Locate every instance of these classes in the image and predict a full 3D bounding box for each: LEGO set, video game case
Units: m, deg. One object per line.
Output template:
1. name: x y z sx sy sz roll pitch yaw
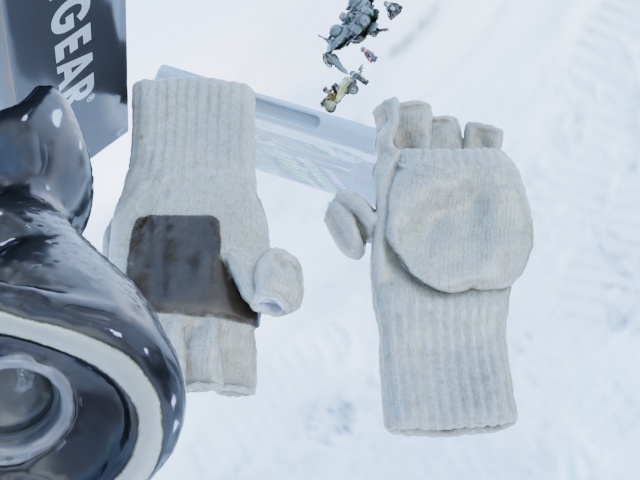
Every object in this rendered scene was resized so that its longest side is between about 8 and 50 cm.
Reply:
1. LEGO set: 0.014 -0.099 0.691 0.054 0.023 0.083 -46 20 25
2. video game case: -0.011 -0.065 1.041 0.173 0.190 0.022 19 83 21

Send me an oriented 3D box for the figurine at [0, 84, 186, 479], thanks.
1. figurine: -0.129 0.067 0.508 0.215 0.092 0.209 -64 20 19

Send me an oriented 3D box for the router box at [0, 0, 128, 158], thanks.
1. router box: -0.209 -0.190 0.755 0.081 0.309 0.243 -40 74 -22

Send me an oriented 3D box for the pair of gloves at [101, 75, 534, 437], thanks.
1. pair of gloves: 0.000 0.000 0.797 0.240 0.042 0.204 8 63 -2
